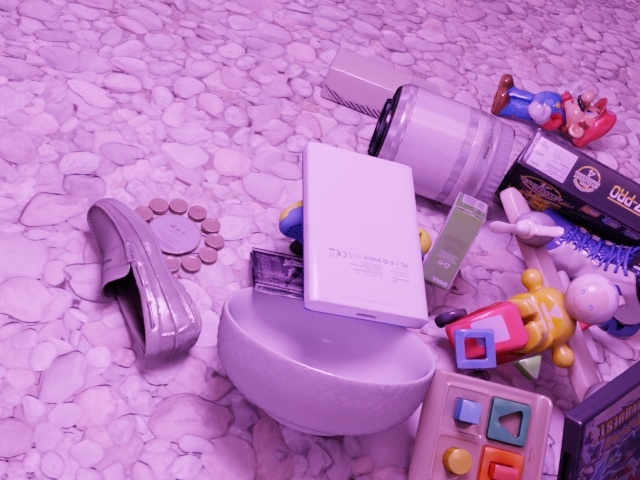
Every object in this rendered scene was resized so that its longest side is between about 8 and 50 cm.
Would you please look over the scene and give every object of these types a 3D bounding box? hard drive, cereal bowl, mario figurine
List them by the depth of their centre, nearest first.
[{"bbox_3d":[-0.002,0.196,1.113,0.339,0.141,0.339,15,14,-4],"label":"cereal bowl"},{"bbox_3d":[0.071,-0.014,1.242,0.210,0.040,0.318,12,55,-19],"label":"hard drive"},{"bbox_3d":[0.632,-0.373,1.928,0.320,0.170,0.198,17,78,6],"label":"mario figurine"}]

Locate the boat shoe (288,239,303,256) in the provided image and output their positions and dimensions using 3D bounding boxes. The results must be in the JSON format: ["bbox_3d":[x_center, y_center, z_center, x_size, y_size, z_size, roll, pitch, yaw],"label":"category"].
[{"bbox_3d":[-0.001,-0.001,1.418,0.133,0.042,0.049,-13,56,-29],"label":"boat shoe"}]

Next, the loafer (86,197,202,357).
[{"bbox_3d":[-0.312,0.055,1.190,0.111,0.112,0.319,-14,55,-42],"label":"loafer"}]

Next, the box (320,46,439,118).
[{"bbox_3d":[0.149,-0.370,1.793,0.275,0.094,0.113,22,43,0],"label":"box"}]

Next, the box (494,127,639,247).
[{"bbox_3d":[0.581,-0.067,1.531,0.395,0.318,0.097,31,88,8],"label":"box"}]

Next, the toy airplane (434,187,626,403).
[{"bbox_3d":[0.428,0.135,1.287,0.386,0.272,0.384,36,54,-11],"label":"toy airplane"}]

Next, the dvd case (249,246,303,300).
[{"bbox_3d":[-0.041,0.064,1.277,0.164,0.018,0.221,12,14,-10],"label":"dvd case"}]

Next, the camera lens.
[{"bbox_3d":[0.252,-0.202,1.583,0.274,0.219,0.219,20,44,-3],"label":"camera lens"}]

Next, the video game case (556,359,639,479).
[{"bbox_3d":[0.469,0.320,1.146,0.275,0.248,0.035,-22,32,-32],"label":"video game case"}]

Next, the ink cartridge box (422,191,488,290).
[{"bbox_3d":[0.237,0.023,1.348,0.062,0.209,0.109,26,23,7],"label":"ink cartridge box"}]

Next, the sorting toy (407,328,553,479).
[{"bbox_3d":[0.244,0.303,1.089,0.196,0.047,0.347,14,77,0],"label":"sorting toy"}]

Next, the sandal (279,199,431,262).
[{"bbox_3d":[0.070,0.014,1.349,0.317,0.126,0.138,17,64,-20],"label":"sandal"}]

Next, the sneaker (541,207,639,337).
[{"bbox_3d":[0.575,0.041,1.453,0.315,0.182,0.127,47,61,5],"label":"sneaker"}]

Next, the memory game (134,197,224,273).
[{"bbox_3d":[-0.269,-0.010,1.340,0.186,0.012,0.186,12,45,-12],"label":"memory game"}]
